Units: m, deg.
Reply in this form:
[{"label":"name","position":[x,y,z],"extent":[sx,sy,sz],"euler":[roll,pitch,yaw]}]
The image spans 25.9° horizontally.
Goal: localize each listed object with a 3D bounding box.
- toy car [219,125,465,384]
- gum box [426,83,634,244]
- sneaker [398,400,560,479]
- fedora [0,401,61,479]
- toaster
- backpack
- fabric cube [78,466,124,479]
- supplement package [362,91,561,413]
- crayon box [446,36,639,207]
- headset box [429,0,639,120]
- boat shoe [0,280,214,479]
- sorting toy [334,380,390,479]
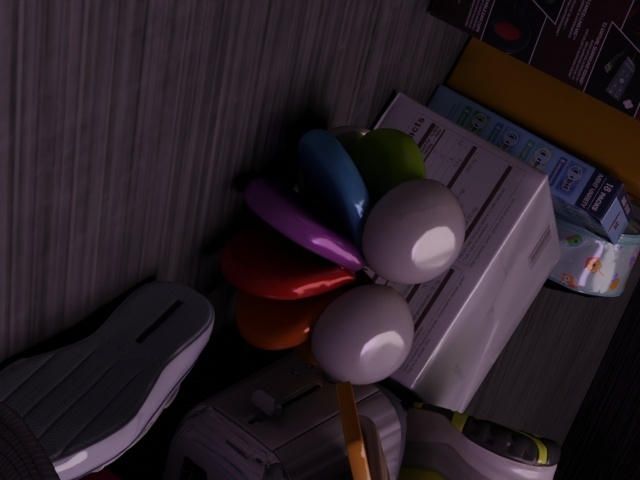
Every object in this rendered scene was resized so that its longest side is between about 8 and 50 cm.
[{"label":"toy car","position":[0.000,0.000,0.969],"extent":[0.136,0.159,0.182],"euler":[16,108,-34]},{"label":"gum box","position":[0.190,-0.066,1.261],"extent":[0.041,0.184,0.157],"euler":[-60,163,1]},{"label":"sneaker","position":[0.050,0.211,1.179],"extent":[0.384,0.145,0.147],"euler":[-9,-117,69]},{"label":"fedora","position":[-0.211,0.216,0.653],"extent":[0.124,0.244,0.275],"euler":[-2,128,-35]},{"label":"toaster","position":[-0.035,0.198,1.040],"extent":[0.146,0.129,0.227],"euler":[-17,130,-43]},{"label":"backpack","position":[0.262,-0.018,1.522],"extent":[0.166,0.188,0.144],"euler":[-13,131,-65]},{"label":"fabric cube","position":[-0.142,0.352,0.912],"extent":[0.259,0.258,0.254],"euler":[-46,158,-38]},{"label":"supplement package","position":[0.093,0.028,1.210],"extent":[0.204,0.145,0.262],"euler":[-57,163,-6]},{"label":"crayon box","position":[0.240,-0.115,1.294],"extent":[0.081,0.202,0.318],"euler":[-61,161,3]},{"label":"headset box","position":[0.270,-0.188,1.107],"extent":[0.218,0.293,0.110],"euler":[-37,151,-52]},{"label":"boat shoe","position":[-0.132,0.103,0.824],"extent":[0.226,0.083,0.076],"euler":[-34,148,-54]},{"label":"sorting toy","position":[0.065,0.237,0.921],"extent":[0.196,0.047,0.348],"euler":[-102,179,-47]}]
